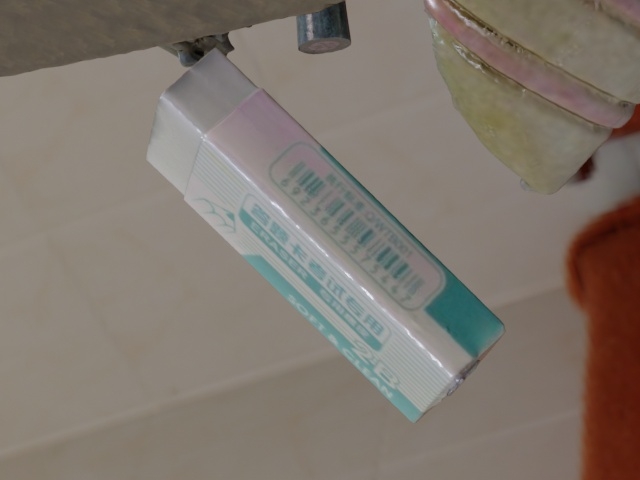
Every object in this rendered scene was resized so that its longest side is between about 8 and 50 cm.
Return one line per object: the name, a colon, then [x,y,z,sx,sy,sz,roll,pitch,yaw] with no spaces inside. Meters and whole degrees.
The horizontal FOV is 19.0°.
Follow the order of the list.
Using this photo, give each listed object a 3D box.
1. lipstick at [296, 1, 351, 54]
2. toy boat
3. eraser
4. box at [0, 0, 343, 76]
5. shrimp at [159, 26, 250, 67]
lipstick: [-0.006,-0.305,1.912,0.053,0.053,0.234,22,-119,-65]
toy boat: [0.186,-0.178,1.223,0.276,0.293,0.111,46,-162,-31]
eraser: [0.000,0.000,1.068,0.225,0.052,0.095,44,159,7]
box: [-0.114,-0.177,0.505,0.273,0.184,0.143,45,-137,-51]
shrimp: [-0.173,-0.222,1.371,0.289,0.075,0.178,21,-146,-41]
